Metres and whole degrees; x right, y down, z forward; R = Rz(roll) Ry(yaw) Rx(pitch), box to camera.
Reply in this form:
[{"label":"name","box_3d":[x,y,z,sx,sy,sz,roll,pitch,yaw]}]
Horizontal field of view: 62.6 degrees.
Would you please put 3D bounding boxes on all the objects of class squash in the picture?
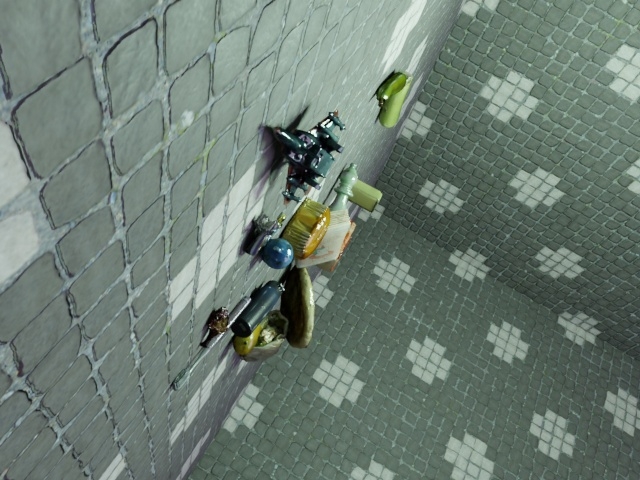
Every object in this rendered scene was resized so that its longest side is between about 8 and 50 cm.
[{"label":"squash","box_3d":[0.288,-0.541,2.054,0.083,0.083,0.250,-56,170,-36]}]

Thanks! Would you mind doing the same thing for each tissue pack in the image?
[{"label":"tissue pack","box_3d":[0.000,0.000,1.906,0.170,0.071,0.325,-11,159,-13]}]

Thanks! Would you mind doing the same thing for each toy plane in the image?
[{"label":"toy plane","box_3d":[-0.027,-0.168,1.010,0.223,0.104,0.326,-59,174,5]}]

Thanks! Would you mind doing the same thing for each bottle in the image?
[{"label":"bottle","box_3d":[-0.192,0.205,1.627,0.082,0.072,0.244,-20,-164,31]}]

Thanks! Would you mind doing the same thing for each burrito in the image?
[{"label":"burrito","box_3d":[-0.225,0.404,2.130,0.332,0.135,0.190,117,-2,-64]}]

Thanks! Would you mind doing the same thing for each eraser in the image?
[{"label":"eraser","box_3d":[0.178,-0.204,2.311,0.058,0.172,0.117,-58,174,-28]}]

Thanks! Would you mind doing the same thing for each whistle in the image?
[{"label":"whistle","box_3d":[-0.115,0.039,1.420,0.090,0.090,0.158,-58,174,-12]}]

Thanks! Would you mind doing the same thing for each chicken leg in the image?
[{"label":"chicken leg","box_3d":[-0.259,0.214,1.297,0.062,0.037,0.145,-25,151,-39]}]

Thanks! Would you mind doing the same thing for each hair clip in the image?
[{"label":"hair clip","box_3d":[-0.132,-0.017,1.211,0.116,0.049,0.172,-44,178,-19]}]

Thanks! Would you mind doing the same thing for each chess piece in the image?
[{"label":"chess piece","box_3d":[0.081,-0.168,2.014,0.139,0.139,0.272,24,85,-84]}]

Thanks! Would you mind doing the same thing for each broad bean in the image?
[{"label":"broad bean","box_3d":[0.244,-0.528,1.817,0.325,0.067,0.075,-50,139,-51]}]

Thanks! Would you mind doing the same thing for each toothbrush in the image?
[{"label":"toothbrush","box_3d":[-0.281,0.259,1.396,0.354,0.024,0.029,-53,163,-47]}]

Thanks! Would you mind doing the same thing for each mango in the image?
[{"label":"mango","box_3d":[-0.246,0.325,1.792,0.161,0.076,0.103,-55,169,-68]}]

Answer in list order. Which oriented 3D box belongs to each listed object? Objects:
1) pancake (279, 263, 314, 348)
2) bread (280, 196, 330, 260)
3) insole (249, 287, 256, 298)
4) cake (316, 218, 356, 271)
[{"label":"pancake","box_3d":[-0.095,0.254,2.095,0.356,0.065,0.356,-172,-90,-70]},{"label":"bread","box_3d":[-0.042,-0.033,1.603,0.132,0.114,0.191,104,12,-64]},{"label":"insole","box_3d":[-0.230,0.202,1.653,0.135,0.002,0.045,-62,173,24]},{"label":"cake","box_3d":[0.035,0.009,2.242,0.262,0.158,0.160,-56,178,-46]}]
